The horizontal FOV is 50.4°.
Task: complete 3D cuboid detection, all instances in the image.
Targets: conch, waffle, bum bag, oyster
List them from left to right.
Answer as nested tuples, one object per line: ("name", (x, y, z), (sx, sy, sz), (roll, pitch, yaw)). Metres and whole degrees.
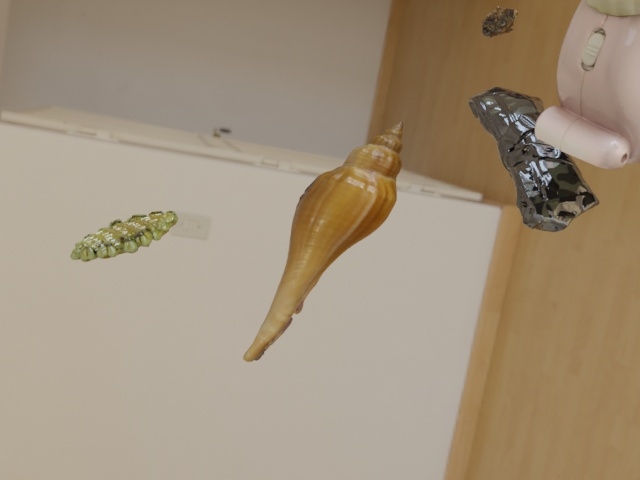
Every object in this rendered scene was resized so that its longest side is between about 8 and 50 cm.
("waffle", (-0.347, -0.010, 1.211), (0.183, 0.169, 0.036), (-55, -46, -65))
("conch", (-0.004, -0.003, 0.795), (0.330, 0.093, 0.109), (-50, 13, 4))
("oyster", (0.413, -0.508, 1.580), (0.132, 0.086, 0.029), (38, -118, -70))
("bum bag", (0.372, -0.156, 1.193), (0.095, 0.144, 0.340), (92, 169, -51))

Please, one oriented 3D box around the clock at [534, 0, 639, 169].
("clock", (0.486, -0.286, 0.983), (0.184, 0.342, 0.326), (32, 125, 41))
